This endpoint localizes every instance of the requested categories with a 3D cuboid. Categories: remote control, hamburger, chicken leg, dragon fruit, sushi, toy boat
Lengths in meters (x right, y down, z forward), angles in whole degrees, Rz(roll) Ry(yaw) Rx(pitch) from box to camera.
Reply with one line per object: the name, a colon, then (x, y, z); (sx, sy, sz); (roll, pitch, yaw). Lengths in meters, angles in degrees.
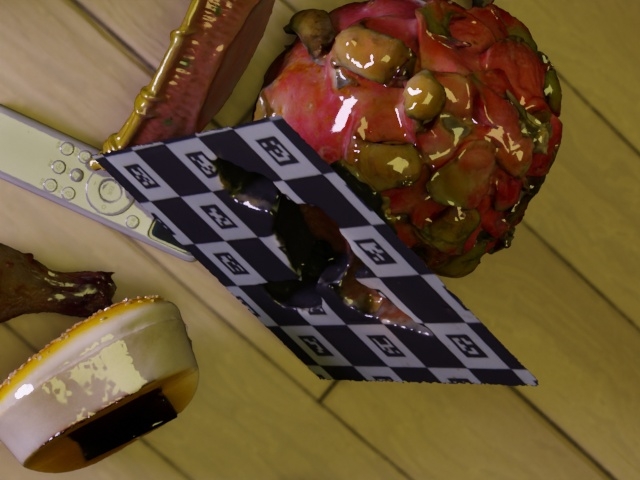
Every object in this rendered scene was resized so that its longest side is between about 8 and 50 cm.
remote control: (-0.225, -0.057, 1.679); (0.261, 0.029, 0.067); (25, 86, -14)
hamburger: (-0.215, 0.136, 1.624); (0.210, 0.173, 0.116); (-30, 68, 0)
chicken leg: (-0.360, 0.086, 1.637); (0.322, 0.083, 0.177); (-39, 109, -7)
dragon fruit: (0.088, -0.117, 1.633); (0.296, 0.263, 0.314); (5, 92, -13)
sushi: (0.000, 0.000, 1.556); (0.343, 0.359, 0.064); (45, 65, -22)
toy boat: (-0.117, -0.194, 1.643); (0.099, 0.141, 0.318); (27, 95, 17)
